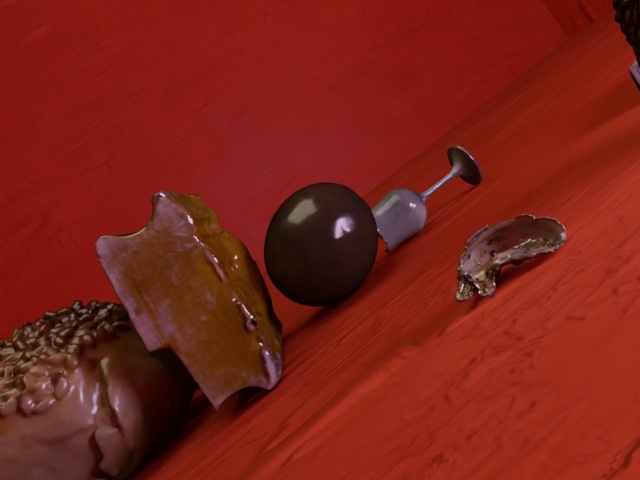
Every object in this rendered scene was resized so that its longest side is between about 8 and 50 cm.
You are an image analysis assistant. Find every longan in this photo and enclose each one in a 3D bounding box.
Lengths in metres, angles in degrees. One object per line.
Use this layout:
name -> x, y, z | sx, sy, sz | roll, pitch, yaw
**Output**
longan -> 0.000, 0.000, 0.922 | 0.185, 0.159, 0.204 | -54, 18, 37

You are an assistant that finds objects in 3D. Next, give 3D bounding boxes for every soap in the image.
soap -> -0.150, 0.067, 0.835 | 0.143, 0.259, 0.281 | -34, 3, -3

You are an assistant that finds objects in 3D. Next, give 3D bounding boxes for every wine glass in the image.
wine glass -> 0.155, -0.063, 0.991 | 0.195, 0.079, 0.079 | -37, 4, -12

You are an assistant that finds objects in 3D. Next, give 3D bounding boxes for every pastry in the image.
pastry -> -0.367, 0.237, 0.879 | 0.409, 0.245, 0.409 | -35, 6, 4

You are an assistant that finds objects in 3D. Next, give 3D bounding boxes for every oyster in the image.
oyster -> 0.153, 0.020, 0.511 | 0.083, 0.038, 0.081 | -2, 52, 32

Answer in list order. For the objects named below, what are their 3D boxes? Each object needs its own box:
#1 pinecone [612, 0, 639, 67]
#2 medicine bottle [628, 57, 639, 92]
pinecone -> 0.347, -0.209, 0.555 | 0.173, 0.174, 0.173 | -37, 4, 3
medicine bottle -> 0.464, -0.260, 0.759 | 0.171, 0.052, 0.201 | -33, 6, 42
